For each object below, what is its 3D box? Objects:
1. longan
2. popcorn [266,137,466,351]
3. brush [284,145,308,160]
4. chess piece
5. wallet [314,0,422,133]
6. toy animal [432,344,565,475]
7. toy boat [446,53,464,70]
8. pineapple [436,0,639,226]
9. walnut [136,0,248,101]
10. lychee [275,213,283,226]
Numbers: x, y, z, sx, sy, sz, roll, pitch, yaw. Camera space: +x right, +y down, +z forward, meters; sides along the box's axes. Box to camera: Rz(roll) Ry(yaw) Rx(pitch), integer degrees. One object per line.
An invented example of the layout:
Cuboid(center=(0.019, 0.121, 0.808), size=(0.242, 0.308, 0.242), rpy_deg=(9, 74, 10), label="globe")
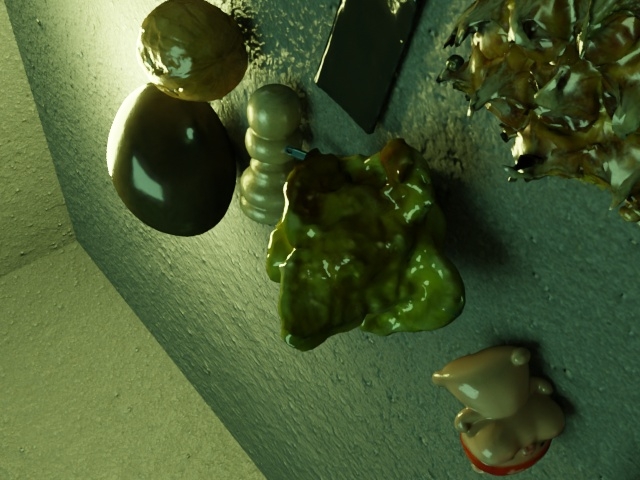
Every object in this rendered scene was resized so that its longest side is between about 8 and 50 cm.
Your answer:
Cuboid(center=(-0.326, -0.176, 1.602), size=(0.288, 0.288, 0.350), rpy_deg=(6, 113, 58), label="longan")
Cuboid(center=(0.076, 0.025, 1.088), size=(0.326, 0.321, 0.290), rpy_deg=(27, 179, 19), label="popcorn")
Cuboid(center=(0.011, -0.133, 1.278), size=(0.164, 0.014, 0.051), rpy_deg=(22, 138, 13), label="brush")
Cuboid(center=(-0.088, -0.171, 1.366), size=(0.143, 0.143, 0.260), rpy_deg=(38, 140, 37), label="chess piece")
Cuboid(center=(0.066, -0.294, 1.082), size=(0.146, 0.030, 0.285), rpy_deg=(52, 151, 20), label="wallet")
Cuboid(center=(0.281, 0.269, 1.139), size=(0.171, 0.171, 0.197), rpy_deg=(-9, 107, 61), label="toy animal")
Cuboid(center=(0.215, -0.220, 0.849), size=(0.077, 0.075, 0.185), rpy_deg=(56, 157, 0), label="toy boat")
Cuboid(center=(0.278, -0.183, 0.510), size=(0.352, 0.352, 0.300), rpy_deg=(46, 143, 25), label="pineapple")
Cuboid(center=(-0.239, -0.358, 1.369), size=(0.222, 0.195, 0.195), rpy_deg=(27, 138, 45), label="walnut")
Cuboid(center=(0.000, 0.000, 1.332), size=(0.188, 0.188, 0.188), rpy_deg=(40, 147, 33), label="lychee")
